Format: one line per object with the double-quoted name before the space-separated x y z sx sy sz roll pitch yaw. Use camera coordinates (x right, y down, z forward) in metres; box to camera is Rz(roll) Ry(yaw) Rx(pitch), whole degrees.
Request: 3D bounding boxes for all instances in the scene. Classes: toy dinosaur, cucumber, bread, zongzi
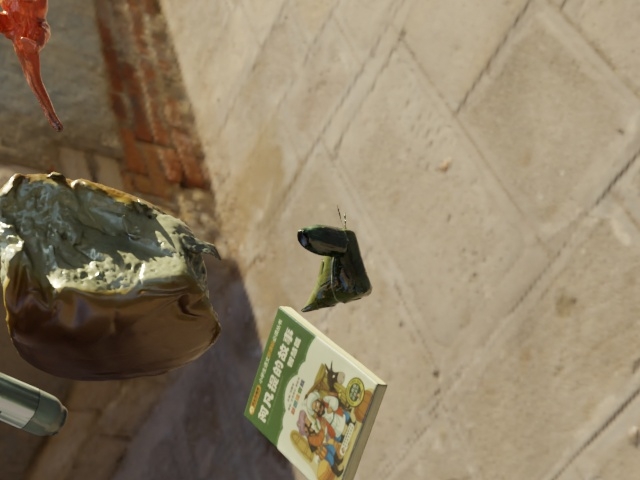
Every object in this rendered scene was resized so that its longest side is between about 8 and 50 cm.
"toy dinosaur" -0.276 -0.237 0.922 0.101 0.055 0.280 -106 13 -71
"cucumber" 0.000 0.000 1.529 0.048 0.105 0.048 -3 83 31
"bread" -0.264 0.055 1.260 0.250 0.278 0.225 103 164 -62
"zongzi" 0.004 0.031 1.616 0.130 0.062 0.154 -17 91 28

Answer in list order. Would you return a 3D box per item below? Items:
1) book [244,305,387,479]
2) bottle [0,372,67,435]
"book" -0.015 0.246 1.548 0.264 0.027 0.202 35 112 48
"bottle" -0.584 0.283 1.836 0.096 0.253 0.080 -16 50 49
